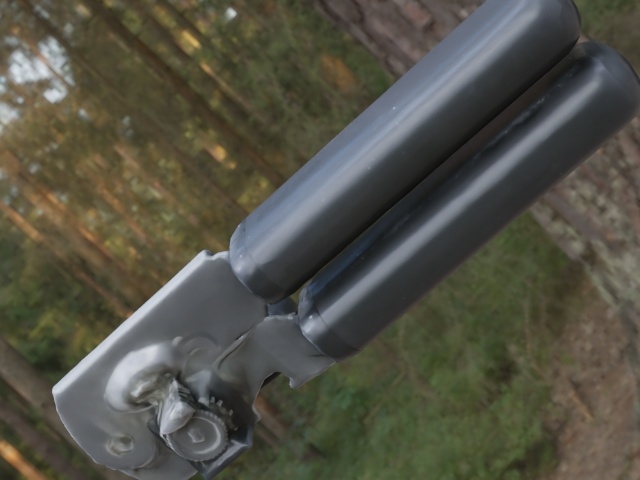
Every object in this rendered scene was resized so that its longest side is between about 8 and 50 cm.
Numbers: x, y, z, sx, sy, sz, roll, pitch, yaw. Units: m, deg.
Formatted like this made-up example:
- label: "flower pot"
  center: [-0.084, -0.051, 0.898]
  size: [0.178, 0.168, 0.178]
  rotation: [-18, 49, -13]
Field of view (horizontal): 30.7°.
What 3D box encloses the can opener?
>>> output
- label: "can opener"
  center: [0.000, 0.000, 0.493]
  size: [0.283, 0.076, 0.095]
  rotation: [-42, 20, 17]
